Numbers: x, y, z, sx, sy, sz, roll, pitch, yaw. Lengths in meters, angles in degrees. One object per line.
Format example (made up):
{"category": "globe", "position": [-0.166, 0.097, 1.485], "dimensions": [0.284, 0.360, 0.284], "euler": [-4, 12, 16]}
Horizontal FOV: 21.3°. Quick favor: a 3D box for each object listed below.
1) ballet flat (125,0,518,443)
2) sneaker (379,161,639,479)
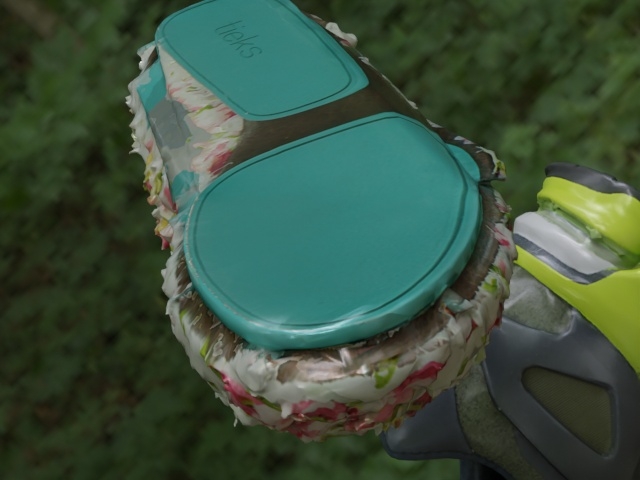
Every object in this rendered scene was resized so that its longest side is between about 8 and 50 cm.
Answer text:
{"category": "ballet flat", "position": [0.000, 0.000, 0.446], "dimensions": [0.091, 0.077, 0.241], "euler": [-14, 26, -3]}
{"category": "sneaker", "position": [0.118, 0.118, 0.608], "dimensions": [0.121, 0.300, 0.111], "euler": [-36, 21, -6]}
